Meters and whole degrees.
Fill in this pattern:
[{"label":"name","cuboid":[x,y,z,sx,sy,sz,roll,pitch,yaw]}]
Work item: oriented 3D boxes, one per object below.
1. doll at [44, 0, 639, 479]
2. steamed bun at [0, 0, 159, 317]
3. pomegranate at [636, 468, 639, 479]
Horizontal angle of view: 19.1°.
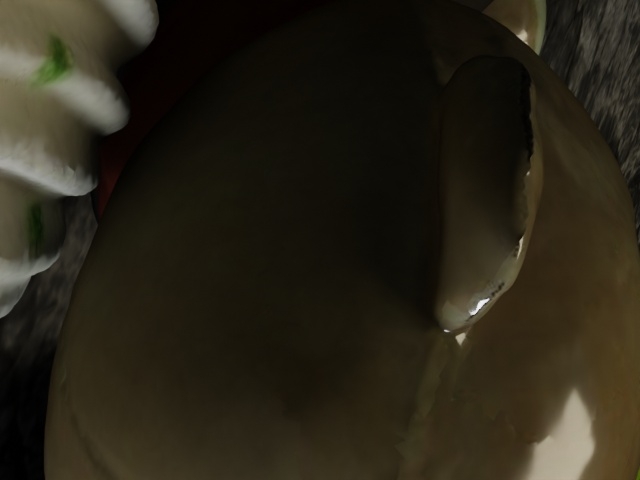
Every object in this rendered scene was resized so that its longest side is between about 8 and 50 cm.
[{"label":"doll","cuboid":[0.000,0.000,0.560,0.330,0.174,0.235,-102,-150,-62]},{"label":"steamed bun","cuboid":[-0.102,-0.043,0.440,0.183,0.106,0.183,-55,155,-40]},{"label":"pomegranate","cuboid":[0.209,0.198,1.454,0.340,0.260,0.260,-43,161,-1]}]
